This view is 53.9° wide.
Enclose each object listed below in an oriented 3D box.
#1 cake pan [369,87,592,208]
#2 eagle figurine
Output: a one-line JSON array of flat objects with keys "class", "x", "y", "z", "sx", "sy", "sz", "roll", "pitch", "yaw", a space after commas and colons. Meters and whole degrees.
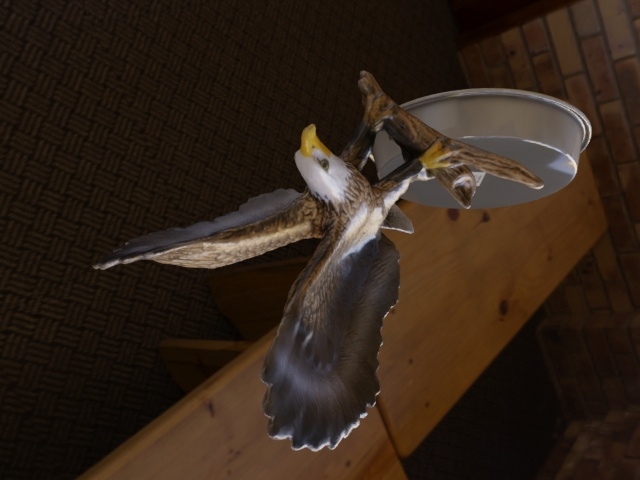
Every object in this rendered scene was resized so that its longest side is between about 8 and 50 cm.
[{"class": "cake pan", "x": 0.203, "y": -0.107, "z": 0.838, "sx": 0.293, "sy": 0.293, "sz": 0.054, "roll": 18, "pitch": 69, "yaw": -41}, {"class": "eagle figurine", "x": -0.005, "y": -0.007, "z": 0.540, "sx": 0.298, "sy": 0.226, "sz": 0.225, "roll": -49, "pitch": 120, "yaw": -14}]
